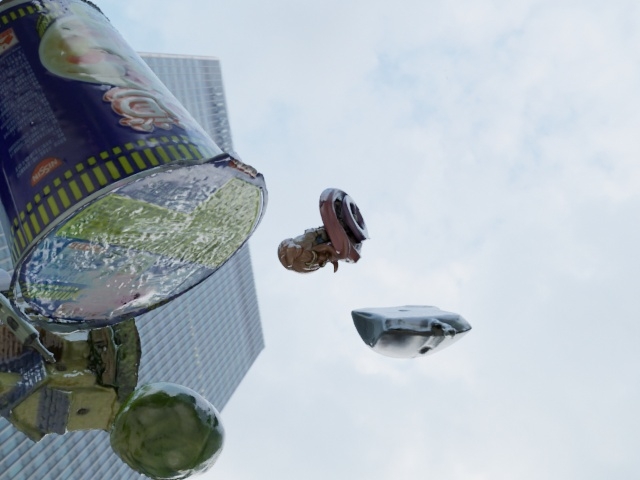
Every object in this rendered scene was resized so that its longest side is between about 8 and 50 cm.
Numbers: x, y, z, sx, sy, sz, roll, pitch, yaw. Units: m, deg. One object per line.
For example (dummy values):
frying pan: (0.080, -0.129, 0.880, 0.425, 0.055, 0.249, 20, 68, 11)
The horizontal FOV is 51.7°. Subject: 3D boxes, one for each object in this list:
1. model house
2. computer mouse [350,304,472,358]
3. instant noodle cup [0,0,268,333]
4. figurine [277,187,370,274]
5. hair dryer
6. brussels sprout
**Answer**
model house: (-0.537, 0.233, 1.335, 0.266, 0.321, 0.261, 2, -67, -32)
computer mouse: (0.158, 0.163, 1.130, 0.167, 0.379, 0.090, -3, -92, -9)
instant noodle cup: (-0.256, -0.104, 0.739, 0.284, 0.284, 0.312, -42, -112, 17)
figurine: (0.010, 0.004, 1.040, 0.114, 0.126, 0.157, 38, -75, -7)
hair dryer: (-0.487, 0.121, 1.037, 0.197, 0.100, 0.057, 44, -87, 2)
brussels sprout: (-0.200, 0.250, 0.854, 0.155, 0.117, 0.155, 1, -49, 1)
